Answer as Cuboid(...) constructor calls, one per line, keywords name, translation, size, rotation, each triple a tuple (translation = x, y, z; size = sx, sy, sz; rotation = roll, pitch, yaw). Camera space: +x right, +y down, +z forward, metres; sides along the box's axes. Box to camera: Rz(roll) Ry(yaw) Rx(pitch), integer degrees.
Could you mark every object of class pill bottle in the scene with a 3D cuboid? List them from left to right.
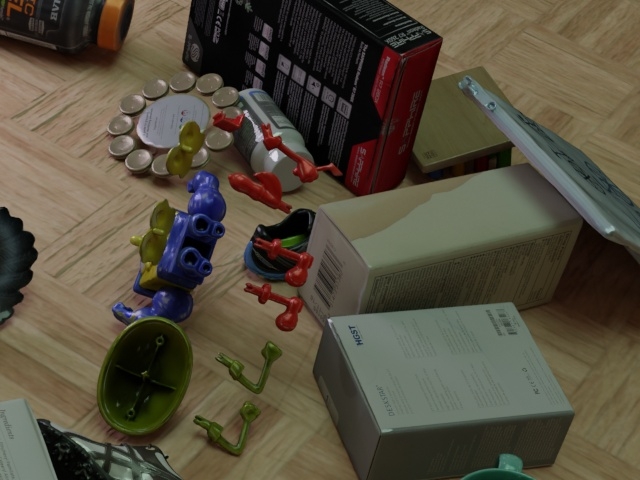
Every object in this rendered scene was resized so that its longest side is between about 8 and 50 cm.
Cuboid(name="pill bottle", translation=(-0.382, -0.333, 2.112), size=(0.245, 0.130, 0.130), rotation=(15, 38, 2))
Cuboid(name="pill bottle", translation=(-0.068, -0.129, 2.002), size=(0.078, 0.078, 0.137), rotation=(-12, 45, -29))

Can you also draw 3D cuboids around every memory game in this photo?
Cuboid(name="memory game", translation=(-0.188, -0.150, 1.989), size=(0.186, 0.012, 0.186), rotation=(-7, 50, 8))

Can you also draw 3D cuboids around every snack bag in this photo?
Cuboid(name="snack bag", translation=(0.342, -0.051, 1.931), size=(0.342, 0.037, 0.323), rotation=(24, 23, -51))

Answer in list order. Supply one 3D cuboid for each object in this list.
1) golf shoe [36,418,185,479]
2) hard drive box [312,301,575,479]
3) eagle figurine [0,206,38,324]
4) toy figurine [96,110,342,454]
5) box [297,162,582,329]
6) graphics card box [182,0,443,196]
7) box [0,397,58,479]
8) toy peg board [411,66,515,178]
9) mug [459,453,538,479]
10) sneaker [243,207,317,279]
Cuboid(name="golf shoe", translation=(-0.206, 0.233, 1.533), size=(0.198, 0.077, 0.094), rotation=(33, 31, 12))
Cuboid(name="hard drive box", translation=(0.132, 0.165, 1.697), size=(0.232, 0.089, 0.181), rotation=(-2, 41, -21))
Cuboid(name="eagle figurine", translation=(-0.480, 0.014, 1.653), size=(0.298, 0.225, 0.226), rotation=(1, 74, -64))
Cuboid(name="toy figurine", translation=(-0.138, 0.050, 1.729), size=(0.191, 0.217, 0.363), rotation=(19, 81, -16))
Cuboid(name="box", translation=(0.143, 0.019, 1.836), size=(0.311, 0.148, 0.121), rotation=(-11, 46, -31))
Cuboid(name="graphics card box", translation=(-0.020, -0.249, 2.040), size=(0.371, 0.233, 0.094), rotation=(37, 45, 27))
Cuboid(name="box", translation=(-0.297, 0.270, 1.362), size=(0.119, 0.181, 0.182), rotation=(-8, 43, -25))
Cuboid(name="toy peg board", translation=(0.183, -0.144, 2.116), size=(0.160, 0.079, 0.161), rotation=(-17, 46, -12))
Cuboid(name="mug", translation=(0.184, 0.301, 1.540), size=(0.129, 0.097, 0.157), rotation=(35, 42, 25))
Cuboid(name="sneaker", translation=(0.000, 0.000, 1.865), size=(0.188, 0.078, 0.067), rotation=(-7, 43, -25))
